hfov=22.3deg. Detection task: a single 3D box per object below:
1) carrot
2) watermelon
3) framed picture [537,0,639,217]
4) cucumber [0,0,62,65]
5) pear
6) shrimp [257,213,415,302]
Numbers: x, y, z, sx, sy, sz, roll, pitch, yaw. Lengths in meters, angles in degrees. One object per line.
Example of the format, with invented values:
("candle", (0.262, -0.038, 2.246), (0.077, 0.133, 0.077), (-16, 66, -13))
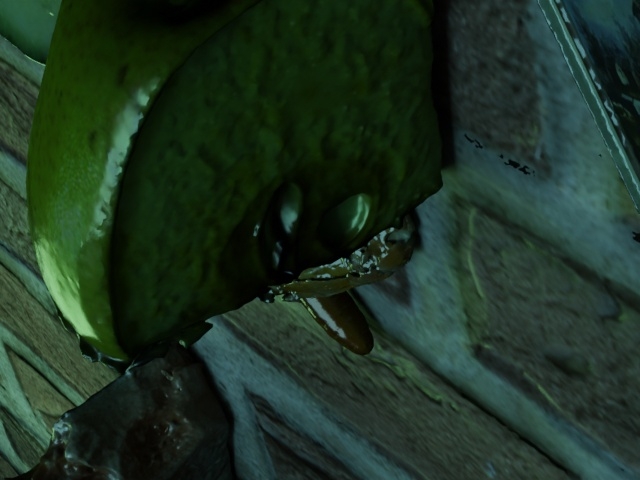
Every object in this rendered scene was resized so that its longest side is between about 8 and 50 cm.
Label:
("carrot", (-0.041, -0.016, 1.168), (0.248, 0.043, 0.043), (52, 156, 7))
("watermelon", (-0.209, 0.261, 1.572), (0.151, 0.264, 0.302), (51, 153, 11))
("framed picture", (0.162, -0.039, 0.658), (0.232, 0.019, 0.296), (62, 174, -11))
("cucumber", (-0.149, -0.206, 1.036), (0.191, 0.130, 0.191), (38, 149, 28))
("pear", (-0.068, -0.092, 0.878), (0.164, 0.238, 0.255), (47, 157, 36))
("shrimp", (0.000, 0.000, 1.086), (0.091, 0.043, 0.184), (57, 139, 3))
